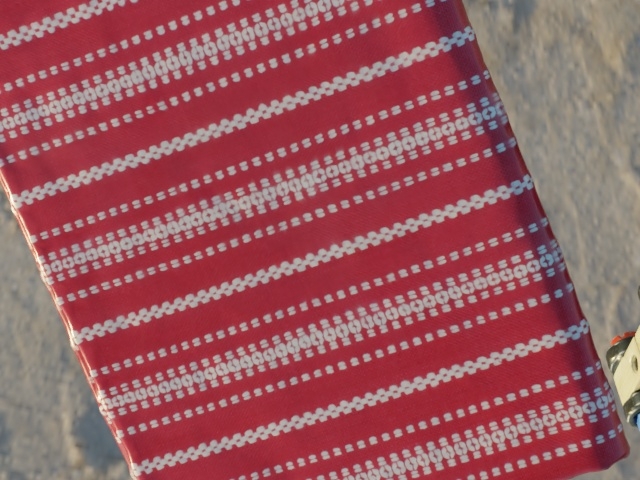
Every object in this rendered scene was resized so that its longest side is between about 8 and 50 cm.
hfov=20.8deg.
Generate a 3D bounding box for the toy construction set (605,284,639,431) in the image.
[{"bbox_3d":[0.373,0.092,1.490,0.215,0.151,0.327,-4,129,-13],"label":"toy construction set"}]

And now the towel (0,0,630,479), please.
[{"bbox_3d":[-0.017,-0.011,0.677,0.199,0.031,0.274,-20,100,16],"label":"towel"}]
